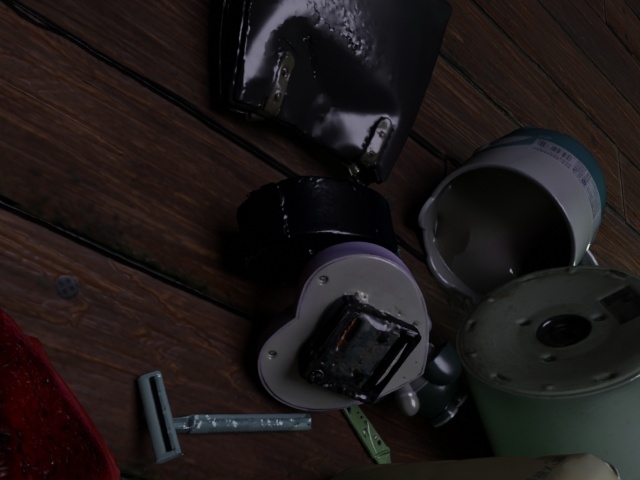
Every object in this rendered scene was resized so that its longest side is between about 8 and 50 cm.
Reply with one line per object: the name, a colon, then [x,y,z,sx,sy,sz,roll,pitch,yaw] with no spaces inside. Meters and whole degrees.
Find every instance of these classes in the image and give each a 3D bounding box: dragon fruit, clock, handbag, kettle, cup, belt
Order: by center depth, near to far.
dragon fruit: [-0.210,0.211,0.528,0.211,0.134,0.262,51,7,-40]
clock: [0.037,0.107,0.781,0.172,0.198,0.064,27,21,-19]
belt: [0.000,0.000,0.830,0.198,0.151,0.078,12,59,-42]
handbag: [0.011,-0.240,0.951,0.342,0.152,0.287,27,68,-34]
kettle: [0.388,0.234,0.967,0.250,0.361,0.376,-116,-174,-64]
cup: [0.312,-0.016,1.112,0.289,0.219,0.258,55,41,-2]

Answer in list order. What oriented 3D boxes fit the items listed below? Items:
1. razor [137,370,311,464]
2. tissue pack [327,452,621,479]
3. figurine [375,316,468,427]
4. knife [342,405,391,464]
razor: [-0.087,0.182,0.754,0.211,0.036,0.084,18,42,-47]
tissue pack: [0.042,0.335,0.598,0.405,0.332,0.205,-15,87,-50]
figurine: [0.088,0.133,0.894,0.192,0.126,0.147,49,54,2]
knife: [0.077,0.263,0.907,0.207,0.014,0.030,58,44,-12]
